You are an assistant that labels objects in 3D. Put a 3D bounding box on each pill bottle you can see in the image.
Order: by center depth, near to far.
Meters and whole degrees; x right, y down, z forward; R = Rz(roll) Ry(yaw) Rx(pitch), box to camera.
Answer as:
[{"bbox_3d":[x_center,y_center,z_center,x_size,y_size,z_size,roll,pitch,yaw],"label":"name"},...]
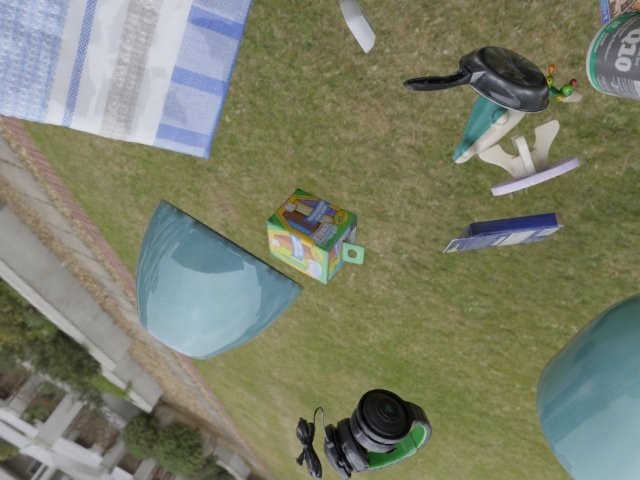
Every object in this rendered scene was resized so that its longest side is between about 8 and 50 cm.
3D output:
[{"bbox_3d":[0.817,-0.412,1.126,0.204,0.204,0.361,46,-173,-27],"label":"pill bottle"}]

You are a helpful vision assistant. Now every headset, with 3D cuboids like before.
[{"bbox_3d":[0.103,0.474,1.132,0.394,0.185,0.243,27,118,-35],"label":"headset"}]

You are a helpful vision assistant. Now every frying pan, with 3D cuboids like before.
[{"bbox_3d":[0.309,-0.337,0.962,0.326,0.197,0.053,10,139,-13],"label":"frying pan"}]

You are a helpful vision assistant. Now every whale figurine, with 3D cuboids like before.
[{"bbox_3d":[0.501,-0.360,1.509,0.141,0.272,0.216,48,175,3],"label":"whale figurine"}]

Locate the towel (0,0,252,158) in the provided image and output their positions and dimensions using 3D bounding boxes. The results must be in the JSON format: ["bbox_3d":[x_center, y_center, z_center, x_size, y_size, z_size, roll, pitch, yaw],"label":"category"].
[{"bbox_3d":[-0.196,-0.192,0.398,0.285,0.209,0.034,10,-161,-35],"label":"towel"}]

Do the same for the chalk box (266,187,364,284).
[{"bbox_3d":[0.000,0.000,1.542,0.289,0.179,0.180,27,145,20],"label":"chalk box"}]

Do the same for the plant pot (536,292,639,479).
[{"bbox_3d":[0.477,0.201,0.658,0.293,0.293,0.235,20,141,18],"label":"plant pot"}]

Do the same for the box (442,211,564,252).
[{"bbox_3d":[0.383,-0.014,1.058,0.225,0.037,0.136,-8,166,2],"label":"box"}]

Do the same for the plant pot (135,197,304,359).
[{"bbox_3d":[-0.201,0.087,0.851,0.290,0.195,0.290,32,175,3],"label":"plant pot"}]

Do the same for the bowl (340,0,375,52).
[{"bbox_3d":[0.123,-0.677,1.532,0.053,0.142,0.142,-26,141,22],"label":"bowl"}]

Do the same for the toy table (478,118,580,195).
[{"bbox_3d":[0.673,-0.271,1.603,0.274,0.252,0.161,-23,96,10],"label":"toy table"}]

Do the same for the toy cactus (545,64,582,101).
[{"bbox_3d":[0.772,-0.496,1.612,0.180,0.112,0.219,5,-178,-15],"label":"toy cactus"}]

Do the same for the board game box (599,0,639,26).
[{"bbox_3d":[0.920,-0.652,1.249,0.232,0.141,0.291,14,156,-10],"label":"board game box"}]
